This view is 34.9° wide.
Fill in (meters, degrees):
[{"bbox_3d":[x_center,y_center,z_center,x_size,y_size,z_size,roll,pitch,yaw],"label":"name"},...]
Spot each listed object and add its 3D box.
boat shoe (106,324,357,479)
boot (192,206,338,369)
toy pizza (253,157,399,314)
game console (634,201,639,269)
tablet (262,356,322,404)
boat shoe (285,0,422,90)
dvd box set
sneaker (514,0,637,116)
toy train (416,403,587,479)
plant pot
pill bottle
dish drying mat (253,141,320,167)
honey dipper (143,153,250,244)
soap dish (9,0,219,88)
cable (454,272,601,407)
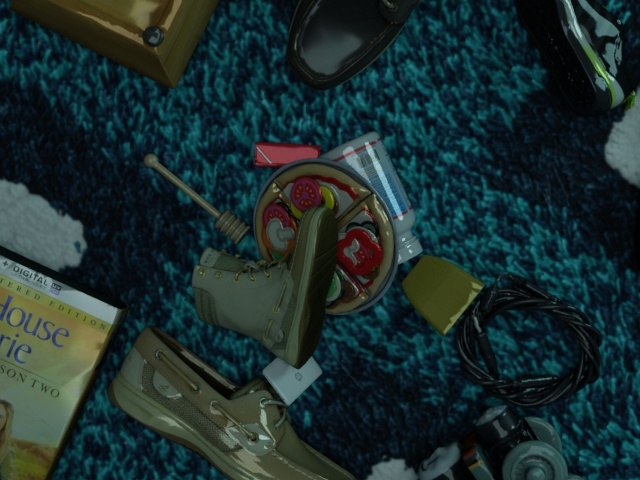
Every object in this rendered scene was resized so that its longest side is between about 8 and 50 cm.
[{"bbox_3d":[-0.092,0.224,1.248,0.341,0.121,0.110,29,93,0],"label":"boat shoe"},{"bbox_3d":[-0.070,0.036,1.221,0.165,0.077,0.213,22,122,20],"label":"boot"},{"bbox_3d":[0.000,0.000,1.233,0.201,0.032,0.201,11,114,26],"label":"toy pizza"},{"bbox_3d":[0.508,-0.122,1.234,0.213,0.044,0.362,4,106,3],"label":"game console"},{"bbox_3d":[-0.034,0.164,1.272,0.006,0.083,0.054,-36,92,41],"label":"tablet"},{"bbox_3d":[0.082,-0.337,1.220,0.132,0.130,0.355,38,92,-1],"label":"boat shoe"},{"bbox_3d":[-0.464,0.210,1.278,0.307,0.062,0.421,25,92,-1],"label":"dvd box set"},{"bbox_3d":[0.320,-0.264,1.263,0.097,0.084,0.235,-24,93,-23],"label":"sneaker"},{"bbox_3d":[0.262,0.369,1.252,0.190,0.142,0.334,-34,92,11],"label":"toy train"},{"bbox_3d":[0.146,0.062,1.264,0.083,0.081,0.081,39,92,8],"label":"plant pot"},{"bbox_3d":[0.063,-0.046,1.254,0.087,0.087,0.160,-25,92,1],"label":"pill bottle"},{"bbox_3d":[-0.042,-0.107,1.291,0.083,0.008,0.032,3,91,0],"label":"dish drying mat"},{"bbox_3d":[-0.157,-0.057,1.284,0.160,0.030,0.030,40,92,2],"label":"honey dipper"},{"bbox_3d":[-0.217,-0.363,1.226,0.228,0.118,0.291,26,91,-1],"label":"soap dish"},{"bbox_3d":[0.265,0.138,1.281,0.184,0.047,0.151,32,92,-2],"label":"cable"}]
